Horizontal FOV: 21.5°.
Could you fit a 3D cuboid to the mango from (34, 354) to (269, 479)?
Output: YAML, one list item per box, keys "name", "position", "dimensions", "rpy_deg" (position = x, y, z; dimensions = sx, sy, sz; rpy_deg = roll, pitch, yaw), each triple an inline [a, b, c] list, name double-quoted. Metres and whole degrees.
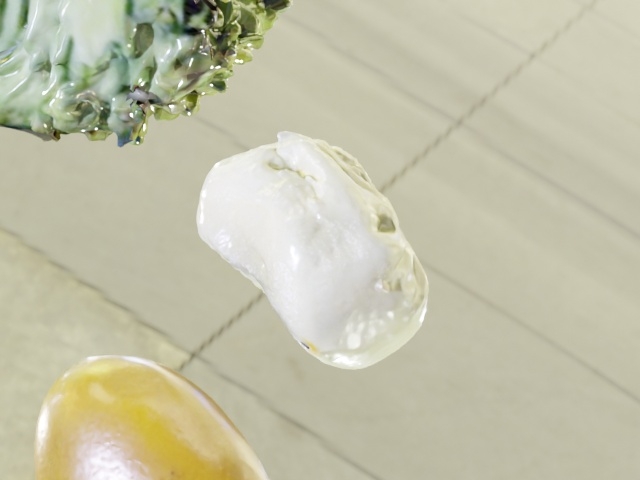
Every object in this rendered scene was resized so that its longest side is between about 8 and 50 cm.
- name: "mango"
  position: [-0.108, 0.205, 1.138]
  dimensions: [0.176, 0.254, 0.139]
  rpy_deg: [-2, 7, 10]

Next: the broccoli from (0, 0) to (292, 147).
- name: "broccoli"
  position: [-0.114, -0.192, 0.886]
  dimensions: [0.242, 0.273, 0.180]
  rpy_deg: [39, 23, -7]

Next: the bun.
- name: "bun"
  position: [0.000, 0.000, 1.418]
  dimensions: [0.229, 0.145, 0.229]
  rpy_deg: [37, 7, -5]
